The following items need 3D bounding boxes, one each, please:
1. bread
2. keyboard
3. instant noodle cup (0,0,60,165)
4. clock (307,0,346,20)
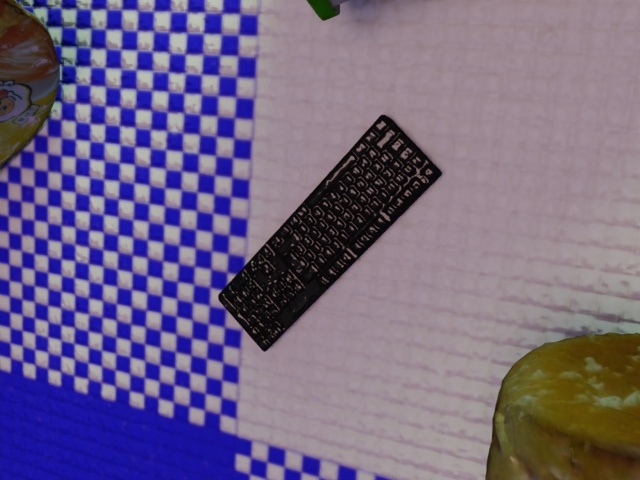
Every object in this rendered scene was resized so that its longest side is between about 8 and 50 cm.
[{"bbox_3d":[0.201,0.170,0.404,0.196,0.176,0.246,7,117,32],"label":"bread"},{"bbox_3d":[0.000,0.000,0.545,0.061,0.013,0.204,48,113,10],"label":"keyboard"},{"bbox_3d":[-0.367,-0.165,0.555,0.264,0.264,0.200,-42,74,24],"label":"instant noodle cup"},{"bbox_3d":[0.091,-0.268,0.350,0.310,0.235,0.166,-18,76,15],"label":"clock"}]
